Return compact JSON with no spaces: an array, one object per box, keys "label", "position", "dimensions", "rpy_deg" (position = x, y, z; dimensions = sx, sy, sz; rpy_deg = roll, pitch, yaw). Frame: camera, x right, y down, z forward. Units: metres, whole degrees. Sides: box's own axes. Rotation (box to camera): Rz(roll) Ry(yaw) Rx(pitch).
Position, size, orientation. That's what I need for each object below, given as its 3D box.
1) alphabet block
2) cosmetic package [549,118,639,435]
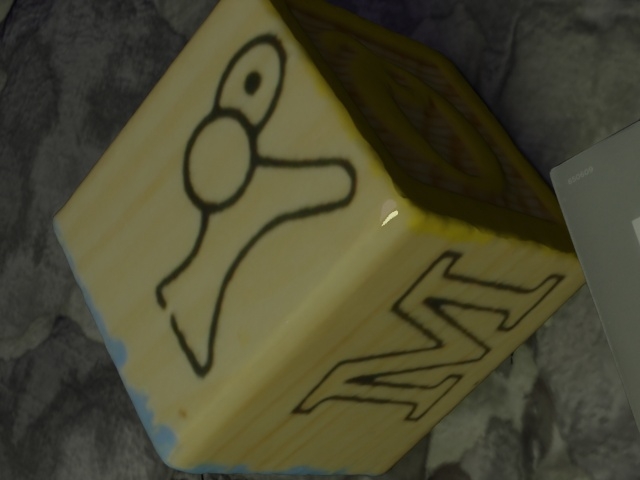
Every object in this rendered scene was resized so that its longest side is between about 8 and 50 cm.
[{"label":"alphabet block","position":[0.000,0.000,0.706],"dimensions":[0.197,0.193,0.192],"rpy_deg":[-47,56,24]},{"label":"cosmetic package","position":[0.204,0.023,0.495],"dimensions":[0.107,0.238,0.127],"rpy_deg":[-32,65,36]}]
